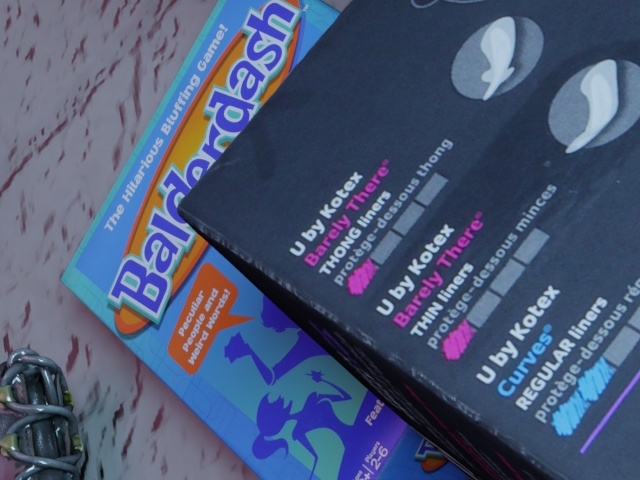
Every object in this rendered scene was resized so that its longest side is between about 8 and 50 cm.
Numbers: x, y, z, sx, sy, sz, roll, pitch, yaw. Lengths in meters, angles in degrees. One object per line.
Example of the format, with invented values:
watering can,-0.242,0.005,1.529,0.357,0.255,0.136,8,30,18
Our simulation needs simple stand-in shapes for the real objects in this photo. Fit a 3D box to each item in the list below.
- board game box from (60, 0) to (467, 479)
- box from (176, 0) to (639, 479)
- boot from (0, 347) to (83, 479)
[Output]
board game box,0.000,0.000,0.677,0.210,0.047,0.160,37,100,46
box,0.119,0.029,0.442,0.143,0.165,0.270,-50,43,-6
boot,-0.104,0.144,0.687,0.263,0.091,0.229,-35,53,32
